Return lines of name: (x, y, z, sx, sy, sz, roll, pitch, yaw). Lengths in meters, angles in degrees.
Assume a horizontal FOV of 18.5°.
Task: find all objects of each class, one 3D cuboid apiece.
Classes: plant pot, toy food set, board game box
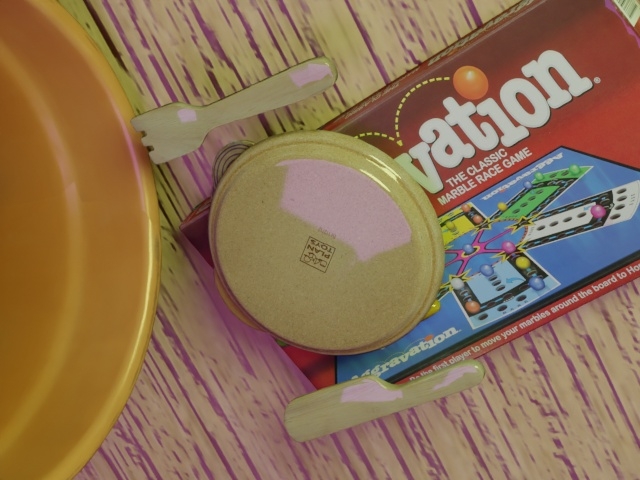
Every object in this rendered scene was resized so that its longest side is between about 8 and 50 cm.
plant pot: (-0.254, 0.005, 0.998, 0.203, 0.291, 0.291, -2, 122, 45)
toy food set: (0.000, 0.000, 0.987, 0.132, 0.038, 0.192, -18, 108, 25)
board game box: (0.070, -0.016, 0.980, 0.281, 0.027, 0.145, -31, 105, 36)
